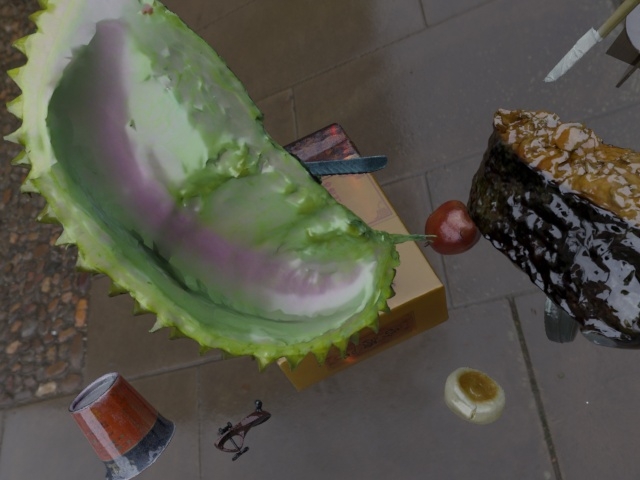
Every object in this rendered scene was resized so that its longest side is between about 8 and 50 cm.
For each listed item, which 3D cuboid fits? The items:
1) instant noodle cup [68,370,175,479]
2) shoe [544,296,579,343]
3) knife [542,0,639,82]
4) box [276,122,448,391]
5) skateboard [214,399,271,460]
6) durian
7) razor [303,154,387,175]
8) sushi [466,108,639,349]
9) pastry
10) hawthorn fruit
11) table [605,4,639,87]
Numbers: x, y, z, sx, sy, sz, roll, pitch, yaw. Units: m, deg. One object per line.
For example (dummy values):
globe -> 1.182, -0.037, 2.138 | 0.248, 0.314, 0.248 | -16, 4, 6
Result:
instant noodle cup -> -0.322, 0.290, 0.787 | 0.127, 0.127, 0.136 | -24, 108, 20
shoe -> 0.466, 0.053, 0.807 | 0.149, 0.109, 0.293 | 12, 114, 33
knife -> 0.546, -0.408, 0.990 | 0.017, 0.298, 0.047 | -2, 70, -13
box -> 0.000, -0.001, 0.826 | 0.264, 0.116, 0.415 | -26, 51, -1
skateboard -> -0.187, 0.474, 1.218 | 0.151, 0.067, 0.080 | -32, 62, -25
durian -> -0.073, -0.021, 0.382 | 0.169, 0.355, 0.158 | -40, 28, 24
razor -> -0.010, -0.082, 0.577 | 0.190, 0.066, 0.033 | -12, 95, -16
sushi -> 0.356, -0.037, 0.621 | 0.348, 0.234, 0.208 | 49, 143, 39
pastry -> 0.389, 0.400, 1.257 | 0.156, 0.156, 0.092 | 29, 124, 32
hawthorn fruit -> 0.436, -0.034, 1.673 | 0.202, 0.185, 0.185 | -32, 61, 27
table -> 0.733, -0.436, 1.094 | 0.167, 0.226, 0.167 | -1, 87, 14
